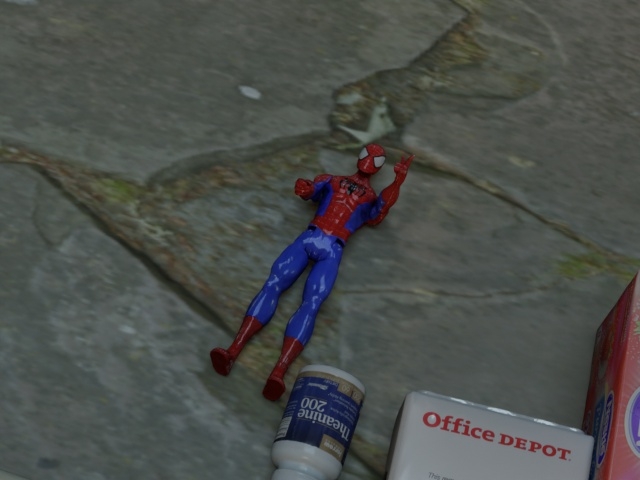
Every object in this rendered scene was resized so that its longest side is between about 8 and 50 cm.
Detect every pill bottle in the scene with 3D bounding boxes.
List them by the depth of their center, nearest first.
[{"bbox_3d":[-0.006,0.178,1.368,0.067,0.067,0.120,18,63,3],"label":"pill bottle"}]

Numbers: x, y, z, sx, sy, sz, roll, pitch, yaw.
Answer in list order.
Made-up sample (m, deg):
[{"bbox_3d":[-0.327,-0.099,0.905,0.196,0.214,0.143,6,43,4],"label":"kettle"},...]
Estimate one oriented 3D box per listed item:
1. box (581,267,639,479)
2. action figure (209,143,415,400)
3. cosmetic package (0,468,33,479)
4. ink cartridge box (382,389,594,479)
[{"bbox_3d":[0.312,0.196,1.348,0.142,0.154,0.300,14,64,1],"label":"box"},{"bbox_3d":[0.000,0.000,1.425,0.091,0.139,0.280,27,61,6],"label":"action figure"},{"bbox_3d":[-0.232,0.273,1.245,0.309,0.160,0.113,18,64,4],"label":"cosmetic package"},{"bbox_3d":[0.129,0.271,1.318,0.172,0.100,0.237,14,64,1],"label":"ink cartridge box"}]
